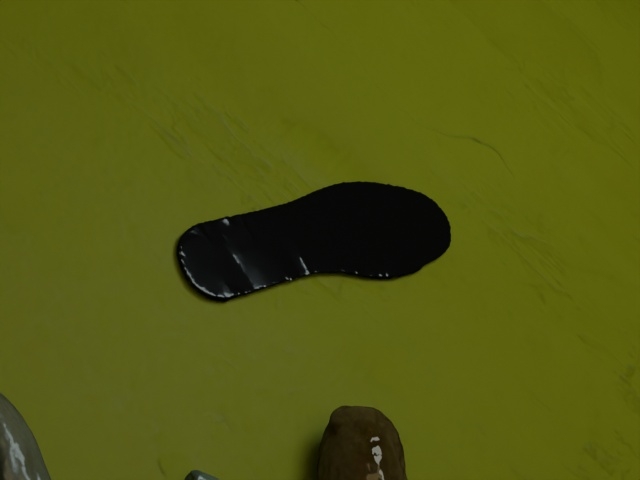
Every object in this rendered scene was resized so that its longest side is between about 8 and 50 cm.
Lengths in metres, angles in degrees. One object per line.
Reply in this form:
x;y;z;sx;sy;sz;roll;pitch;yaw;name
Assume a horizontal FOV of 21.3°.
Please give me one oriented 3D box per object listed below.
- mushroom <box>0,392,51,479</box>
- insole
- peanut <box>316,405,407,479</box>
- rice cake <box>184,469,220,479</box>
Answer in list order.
-0.272;0.229;1.454;0.099;0.096;0.278;46;25;-68;mushroom
0.000;0.000;1.794;0.348;0.009;0.119;-12;70;-36;insole
0.055;0.264;1.632;0.108;0.095;0.226;8;56;-46;peanut
-0.125;0.292;1.543;0.042;0.030;0.180;27;54;-23;rice cake
